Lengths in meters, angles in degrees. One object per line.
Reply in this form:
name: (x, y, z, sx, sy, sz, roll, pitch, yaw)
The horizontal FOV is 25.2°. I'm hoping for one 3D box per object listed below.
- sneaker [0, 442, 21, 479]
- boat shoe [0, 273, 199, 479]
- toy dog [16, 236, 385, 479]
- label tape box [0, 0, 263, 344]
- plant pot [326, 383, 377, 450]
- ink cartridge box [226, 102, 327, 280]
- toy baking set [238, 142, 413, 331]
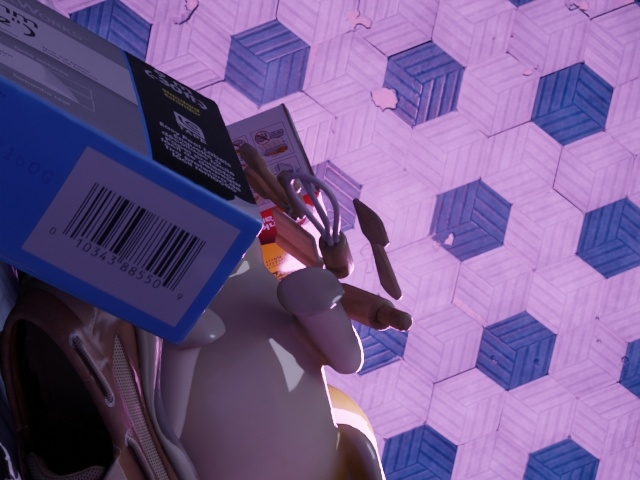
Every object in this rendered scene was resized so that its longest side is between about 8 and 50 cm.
sneaker: (-0.186, 0.172, 0.865, 0.044, 0.040, 0.109, 77, -8, -60)
boat shoe: (-0.172, 0.162, 1.058, 0.116, 0.123, 0.324, -46, 130, -55)
toy dog: (-0.104, 0.121, 1.329, 0.408, 0.284, 0.395, 68, -19, 2)
label tape box: (-0.195, -0.097, 1.014, 0.249, 0.115, 0.348, 28, 18, -23)
plant pot: (-0.093, 0.300, 2.080, 0.293, 0.274, 0.275, 43, 22, -61)
ink cartridge box: (-0.147, 0.001, 1.727, 0.272, 0.309, 0.130, 73, -5, -66)
toy baking set: (0.003, 0.005, 1.262, 0.197, 0.030, 0.256, 55, -16, -28)
